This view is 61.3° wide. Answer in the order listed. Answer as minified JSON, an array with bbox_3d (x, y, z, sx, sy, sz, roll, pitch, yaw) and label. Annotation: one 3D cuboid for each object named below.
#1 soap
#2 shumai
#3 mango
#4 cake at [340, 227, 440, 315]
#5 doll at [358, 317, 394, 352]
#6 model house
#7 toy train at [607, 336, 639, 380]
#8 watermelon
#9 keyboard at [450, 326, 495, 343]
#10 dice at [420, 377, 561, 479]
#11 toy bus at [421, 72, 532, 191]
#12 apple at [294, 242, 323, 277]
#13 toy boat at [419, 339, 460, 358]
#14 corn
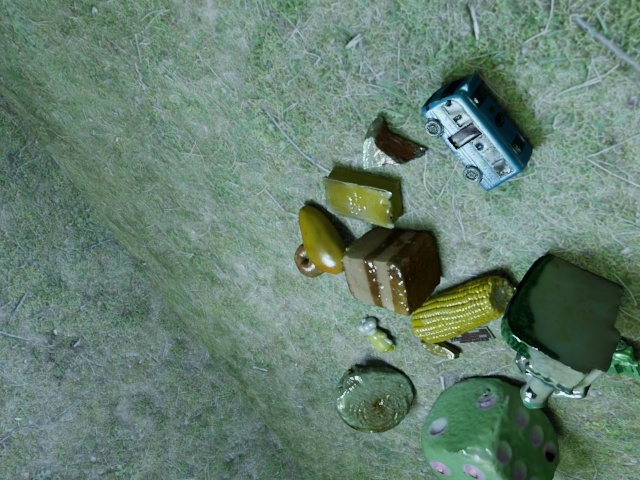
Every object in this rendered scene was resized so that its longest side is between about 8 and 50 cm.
[{"bbox_3d":[0.120,-0.125,1.567,0.233,0.076,0.135,18,137,32],"label":"soap"},{"bbox_3d":[0.197,0.604,2.209,0.309,0.304,0.263,53,178,-17],"label":"shumai"},{"bbox_3d":[0.000,0.000,1.760,0.253,0.113,0.138,59,143,10],"label":"mango"},{"bbox_3d":[0.190,0.073,1.617,0.293,0.196,0.198,13,134,42],"label":"cake"},{"bbox_3d":[0.204,0.351,1.998,0.162,0.062,0.106,51,140,-13],"label":"doll"},{"bbox_3d":[0.568,0.249,1.335,0.243,0.298,0.284,26,142,23],"label":"model house"},{"bbox_3d":[0.761,0.311,1.404,0.149,0.081,0.099,-9,121,48],"label":"toy train"},{"bbox_3d":[0.175,-0.220,1.401,0.158,0.098,0.121,34,145,5],"label":"watermelon"},{"bbox_3d":[0.477,0.307,1.727,0.055,0.017,0.166,52,144,-13],"label":"keyboard"},{"bbox_3d":[0.554,0.663,1.769,0.322,0.318,0.330,50,145,-12],"label":"dice"},{"bbox_3d":[0.346,-0.241,1.194,0.246,0.113,0.134,48,140,-11],"label":"toy bus"},{"bbox_3d":[-0.026,0.063,1.873,0.126,0.102,0.125,-1,87,29],"label":"apple"},{"bbox_3d":[0.403,0.366,1.836,0.149,0.049,0.047,17,107,34],"label":"toy boat"},{"bbox_3d":[0.403,0.211,1.592,0.144,0.144,0.387,45,147,-4],"label":"corn"}]
